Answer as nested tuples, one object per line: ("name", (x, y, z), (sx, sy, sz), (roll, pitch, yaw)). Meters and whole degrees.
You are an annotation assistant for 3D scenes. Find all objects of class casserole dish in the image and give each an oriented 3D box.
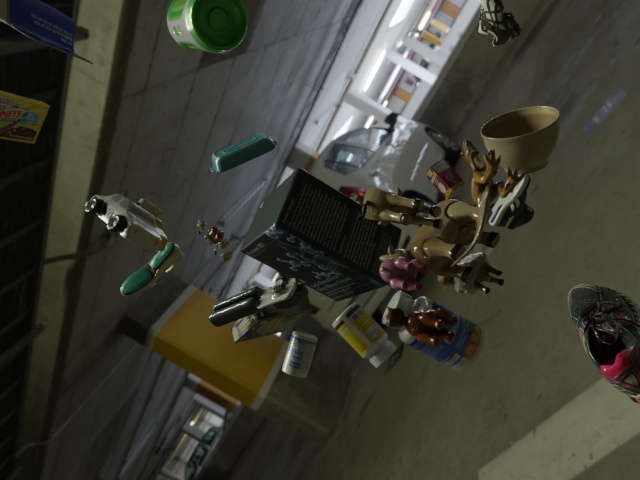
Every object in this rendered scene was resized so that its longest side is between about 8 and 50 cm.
("casserole dish", (-0.203, -0.232, 1.230), (0.188, 0.037, 0.114), (-27, 28, -11))

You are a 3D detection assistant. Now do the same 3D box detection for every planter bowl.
("planter bowl", (0.451, -0.214, 1.059), (0.162, 0.109, 0.162), (-19, 27, 10))

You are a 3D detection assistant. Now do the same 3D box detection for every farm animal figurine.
("farm animal figurine", (0.196, 0.012, 0.914), (0.326, 0.172, 0.330), (-32, -58, -30))

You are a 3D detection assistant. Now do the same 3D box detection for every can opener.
("can opener", (-0.166, 0.168, 1.232), (0.280, 0.093, 0.074), (-20, 31, 25))

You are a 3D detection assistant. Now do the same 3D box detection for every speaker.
("speaker", (-0.248, -0.469, 1.017), (0.131, 0.131, 0.296), (-60, 33, 7))

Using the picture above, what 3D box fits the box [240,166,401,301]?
("box", (0.000, 0.000, 1.504), (0.293, 0.395, 0.212), (-31, 34, 58))

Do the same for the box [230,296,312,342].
("box", (-0.158, 0.246, 1.483), (0.183, 0.056, 0.231), (-5, -23, -32))

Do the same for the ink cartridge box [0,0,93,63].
("ink cartridge box", (-0.569, -0.422, 0.824), (0.065, 0.332, 0.165), (-62, -3, 9))

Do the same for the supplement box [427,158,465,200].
("supplement box", (0.307, -0.149, 1.167), (0.043, 0.083, 0.055), (-31, -21, -10))

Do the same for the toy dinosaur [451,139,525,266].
("toy dinosaur", (0.252, -0.070, 0.727), (0.112, 0.064, 0.211), (115, 165, -62))

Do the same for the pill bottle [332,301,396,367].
("pill bottle", (0.151, 0.323, 1.617), (0.119, 0.208, 0.119), (-42, -13, -12))

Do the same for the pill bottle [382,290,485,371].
("pill bottle", (0.327, 0.259, 1.401), (0.152, 0.272, 0.152), (-62, 2, 3))

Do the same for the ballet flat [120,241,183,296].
("ballet flat", (-0.580, 0.113, 1.662), (0.248, 0.086, 0.086), (-43, -2, -6))

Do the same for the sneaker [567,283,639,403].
("sneaker", (0.539, 0.165, 0.890), (0.121, 0.112, 0.299), (-56, 10, 23))

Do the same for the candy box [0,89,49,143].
("candy box", (-0.705, -0.278, 1.057), (0.105, 0.027, 0.206), (-63, -8, 9))

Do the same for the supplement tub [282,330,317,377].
("supplement tub", (-0.053, 0.296, 1.243), (0.071, 0.071, 0.107), (117, 169, -85))

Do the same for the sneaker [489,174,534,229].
("sneaker", (0.638, -0.125, 1.513), (0.217, 0.121, 0.079), (108, 168, -48))

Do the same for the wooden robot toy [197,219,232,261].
("wooden robot toy", (-0.358, -0.013, 1.684), (0.076, 0.173, 0.079), (-40, 0, 35))

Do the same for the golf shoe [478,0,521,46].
("golf shoe", (0.465, -0.623, 1.311), (0.094, 0.198, 0.077), (-32, 21, 35))

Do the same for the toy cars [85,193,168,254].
("toy cars", (-0.407, -0.052, 1.053), (0.087, 0.176, 0.393), (-56, 13, -8))
